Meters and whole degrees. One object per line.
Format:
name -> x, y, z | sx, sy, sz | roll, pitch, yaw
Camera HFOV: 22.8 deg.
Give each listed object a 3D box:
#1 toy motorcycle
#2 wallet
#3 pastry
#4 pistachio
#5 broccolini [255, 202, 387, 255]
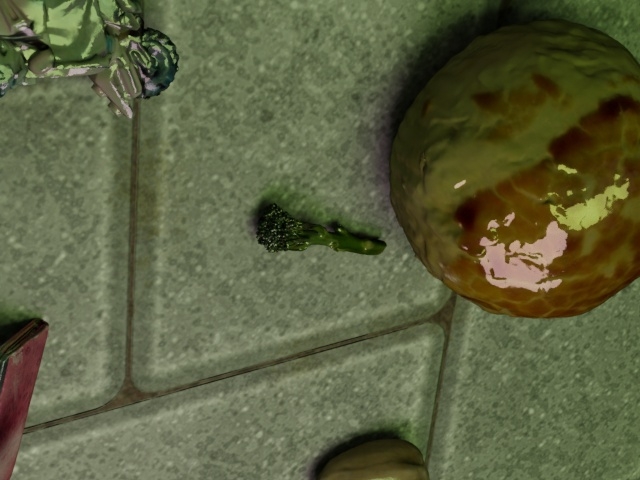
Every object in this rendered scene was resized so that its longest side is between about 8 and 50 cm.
toy motorcycle -> -0.276, -0.200, 1.634 | 0.204, 0.108, 0.239 | -44, 111, -7
wallet -> -0.374, 0.211, 1.867 | 0.119, 0.025, 0.232 | -50, 160, -63
pastry -> 0.282, -0.074, 1.970 | 0.388, 0.312, 0.389 | -15, 124, -24
pistachio -> 0.077, 0.340, 2.272 | 0.185, 0.126, 0.108 | 1, 77, -32
broccolini -> 0.000, 0.002, 2.013 | 0.216, 0.067, 0.058 | 14, 115, -50
